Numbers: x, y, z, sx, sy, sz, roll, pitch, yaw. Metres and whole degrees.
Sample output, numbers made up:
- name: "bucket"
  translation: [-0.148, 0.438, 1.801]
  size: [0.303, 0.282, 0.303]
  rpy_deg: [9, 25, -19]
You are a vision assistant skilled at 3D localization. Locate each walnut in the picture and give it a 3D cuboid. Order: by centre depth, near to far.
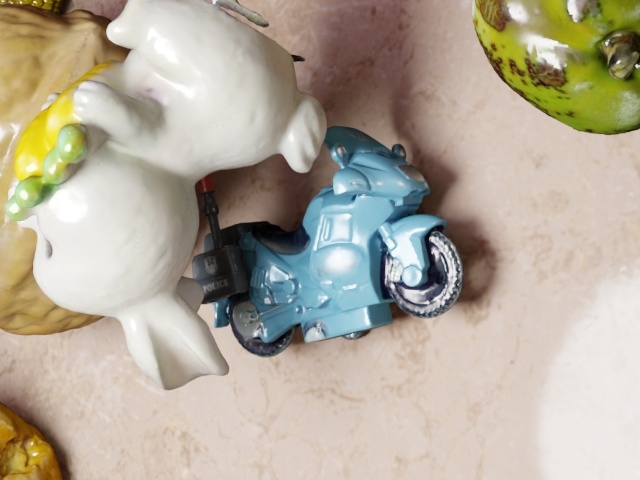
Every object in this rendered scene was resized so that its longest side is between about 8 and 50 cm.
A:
- name: "walnut"
  translation: [-0.269, -0.071, 1.536]
  size: [0.332, 0.333, 0.333]
  rpy_deg: [-5, 81, 37]

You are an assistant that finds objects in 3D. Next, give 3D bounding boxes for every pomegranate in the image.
- name: "pomegranate"
  translation: [0.203, -0.218, 1.251]
  size: [0.277, 0.204, 0.222]
  rpy_deg: [57, 133, 31]

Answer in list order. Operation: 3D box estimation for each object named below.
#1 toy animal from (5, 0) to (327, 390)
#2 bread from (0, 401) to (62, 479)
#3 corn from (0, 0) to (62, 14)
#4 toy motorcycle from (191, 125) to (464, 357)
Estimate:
- name: "toy animal"
  translation: [-0.136, -0.050, 1.340]
  size: [0.183, 0.247, 0.310]
  rpy_deg: [21, 85, 59]
- name: "bread"
  translation: [-0.386, 0.246, 1.629]
  size: [0.194, 0.340, 0.179]
  rpy_deg: [-29, 34, 43]
- name: "corn"
  translation: [-0.290, -0.309, 1.725]
  size: [0.080, 0.080, 0.231]
  rpy_deg: [34, 103, 35]
- name: "toy motorcycle"
  translation: [0.000, 0.000, 1.436]
  size: [0.272, 0.123, 0.182]
  rpy_deg: [-17, 82, 35]
